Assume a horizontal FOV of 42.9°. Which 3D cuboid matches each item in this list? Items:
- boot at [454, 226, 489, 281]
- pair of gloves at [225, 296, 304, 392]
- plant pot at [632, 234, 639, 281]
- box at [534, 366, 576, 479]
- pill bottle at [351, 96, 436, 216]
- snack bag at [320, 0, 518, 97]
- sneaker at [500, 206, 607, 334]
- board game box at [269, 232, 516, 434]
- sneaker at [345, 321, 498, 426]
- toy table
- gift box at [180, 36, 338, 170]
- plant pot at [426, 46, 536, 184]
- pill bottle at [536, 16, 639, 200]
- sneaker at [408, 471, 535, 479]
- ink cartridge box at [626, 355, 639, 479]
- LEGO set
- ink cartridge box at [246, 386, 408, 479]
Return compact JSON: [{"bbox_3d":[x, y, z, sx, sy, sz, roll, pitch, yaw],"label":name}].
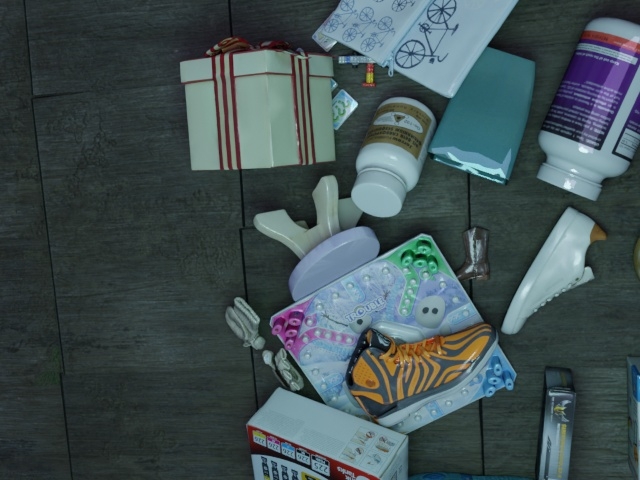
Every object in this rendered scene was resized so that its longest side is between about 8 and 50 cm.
[{"bbox_3d":[0.303,0.029,1.714,0.107,0.037,0.114,-5,98,1],"label":"boot"},{"bbox_3d":[-0.126,0.234,1.759,0.042,0.204,0.240,-37,86,-18],"label":"pair of gloves"},{"bbox_3d":[0.720,0.053,1.560,0.236,0.032,0.236,18,131,22],"label":"plant pot"},{"bbox_3d":[0.471,0.388,1.638,0.056,0.183,0.230,5,96,14],"label":"box"},{"bbox_3d":[0.143,-0.165,1.626,0.131,0.131,0.229,15,57,11],"label":"pill bottle"},{"bbox_3d":[0.211,-0.472,1.608,0.343,0.037,0.323,36,93,27],"label":"snack bag"},{"bbox_3d":[0.474,0.084,1.643,0.123,0.106,0.290,32,101,11],"label":"sneaker"},{"bbox_3d":[0.152,0.236,1.708,0.390,0.050,0.390,-30,106,15],"label":"board game box"},{"bbox_3d":[0.183,0.229,1.609,0.321,0.124,0.180,-38,104,16],"label":"sneaker"},{"bbox_3d":[0.000,0.000,1.682,0.274,0.252,0.160,-46,59,44],"label":"toy table"},{"bbox_3d":[-0.101,-0.278,1.653,0.277,0.255,0.258,-1,98,30],"label":"gift box"},{"bbox_3d":[0.335,-0.250,1.618,0.166,0.165,0.234,22,94,10],"label":"plant pot"},{"bbox_3d":[0.535,-0.247,1.557,0.182,0.181,0.322,24,101,10],"label":"pill bottle"},{"bbox_3d":[0.313,0.610,1.728,0.319,0.127,0.208,0,95,14],"label":"sneaker"},{"bbox_3d":[0.694,0.357,1.587,0.168,0.171,0.232,-2,95,14],"label":"ink cartridge box"},{"bbox_3d":[0.046,-0.382,1.721,0.182,0.060,0.244,45,107,5],"label":"LEGO set"},{"bbox_3d":[0.020,0.489,1.698,0.310,0.130,0.271,15,128,27],"label":"ink cartridge box"}]
